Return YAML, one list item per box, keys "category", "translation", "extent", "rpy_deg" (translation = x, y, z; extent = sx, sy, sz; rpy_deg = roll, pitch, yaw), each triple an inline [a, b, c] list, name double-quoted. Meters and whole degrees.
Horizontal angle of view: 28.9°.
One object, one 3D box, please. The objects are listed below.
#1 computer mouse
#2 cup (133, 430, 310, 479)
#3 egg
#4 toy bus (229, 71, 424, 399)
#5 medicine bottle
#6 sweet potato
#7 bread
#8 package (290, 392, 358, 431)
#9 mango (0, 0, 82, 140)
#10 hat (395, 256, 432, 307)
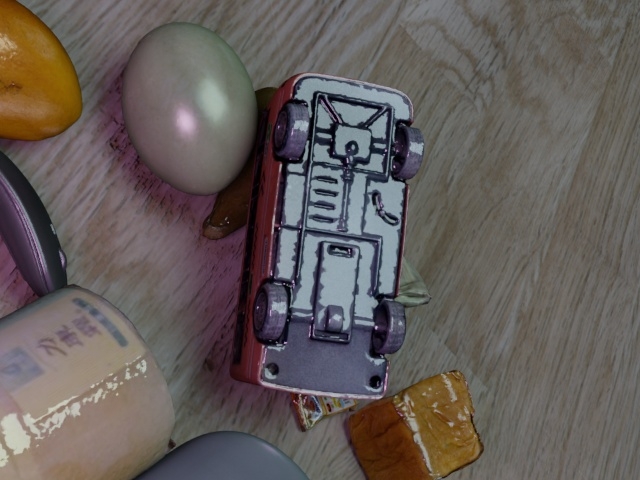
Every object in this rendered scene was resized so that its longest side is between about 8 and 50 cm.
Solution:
- category: "computer mouse"
  translation: [-0.369, -0.030, 1.538]
  extent: [0.232, 0.057, 0.120]
  rpy_deg: [63, -1, 0]
- category: "cup"
  translation: [-0.137, 0.420, 1.457]
  extent: [0.274, 0.259, 0.357]
  rpy_deg: [-35, 128, -43]
- category: "egg"
  translation: [-0.182, -0.183, 1.728]
  extent: [0.186, 0.186, 0.253]
  rpy_deg: [-2, 70, -45]
- category: "toy bus"
  translation: [0.000, 0.000, 1.709]
  extent: [0.203, 0.233, 0.427]
  rpy_deg: [9, 81, -19]
- category: "medicine bottle"
  translation: [-0.375, 0.234, 1.298]
  extent: [0.406, 0.235, 0.236]
  rpy_deg: [-31, 93, -41]
- category: "sweet potato"
  translation: [-0.099, -0.108, 1.863]
  extent: [0.112, 0.085, 0.286]
  rpy_deg: [22, 62, 5]
- category: "bread"
  translation: [0.145, 0.290, 1.851]
  extent: [0.158, 0.149, 0.143]
  rpy_deg: [-10, 75, -46]
- category: "package"
  translation: [-0.001, 0.214, 1.829]
  extent: [0.120, 0.031, 0.108]
  rpy_deg: [-14, 81, -45]
- category: "mango"
  translation: [-0.413, -0.221, 1.560]
  extent: [0.257, 0.138, 0.187]
  rpy_deg: [12, 71, -34]
- category: "hat"
  translation: [0.031, 0.061, 1.904]
  extent: [0.226, 0.164, 0.219]
  rpy_deg: [-39, 97, -7]
